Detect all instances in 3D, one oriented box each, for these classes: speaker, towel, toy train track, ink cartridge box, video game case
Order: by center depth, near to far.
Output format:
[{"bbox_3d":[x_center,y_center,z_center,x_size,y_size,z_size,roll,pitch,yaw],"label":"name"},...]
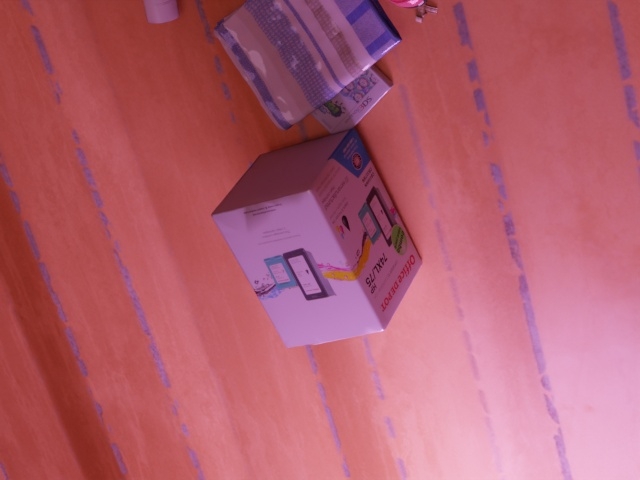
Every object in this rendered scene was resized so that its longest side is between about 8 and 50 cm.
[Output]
[{"bbox_3d":[0.151,-0.359,1.942,0.048,0.014,0.083,20,126,17],"label":"toy train track"},{"bbox_3d":[-0.027,-0.317,2.029,0.285,0.034,0.209,-33,90,39],"label":"towel"},{"bbox_3d":[0.016,-0.254,2.076,0.157,0.019,0.143,44,129,-2],"label":"video game case"},{"bbox_3d":[-0.263,-0.418,2.105,0.055,0.055,0.136,5,121,26],"label":"speaker"},{"bbox_3d":[0.000,0.000,2.114,0.197,0.198,0.270,-13,117,33],"label":"ink cartridge box"}]

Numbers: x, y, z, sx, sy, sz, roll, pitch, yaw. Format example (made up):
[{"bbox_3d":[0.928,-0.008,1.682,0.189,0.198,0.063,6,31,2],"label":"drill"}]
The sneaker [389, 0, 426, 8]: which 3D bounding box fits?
[{"bbox_3d":[0.039,-0.450,1.868,0.116,0.136,0.314,-27,103,39],"label":"sneaker"}]
